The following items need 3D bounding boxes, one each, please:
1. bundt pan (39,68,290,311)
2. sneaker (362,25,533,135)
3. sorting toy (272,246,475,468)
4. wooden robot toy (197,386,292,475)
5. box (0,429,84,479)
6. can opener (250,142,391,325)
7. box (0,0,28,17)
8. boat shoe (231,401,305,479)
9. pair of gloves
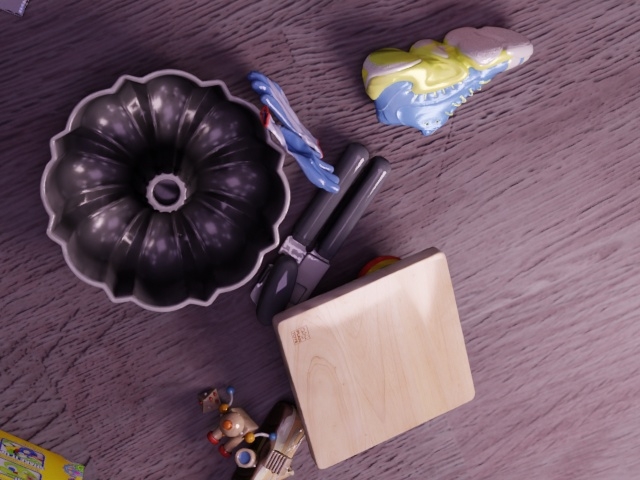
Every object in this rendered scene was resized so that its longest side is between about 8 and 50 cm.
[{"bbox_3d":[-0.210,-0.076,1.920,0.331,0.124,0.330,-2,104,-7],"label":"bundt pan"},{"bbox_3d":[0.176,-0.218,1.964,0.240,0.091,0.126,-9,123,-5],"label":"sneaker"},{"bbox_3d":[0.067,0.153,1.999,0.256,0.089,0.257,-23,120,-14],"label":"sorting toy"},{"bbox_3d":[-0.122,0.274,2.007,0.076,0.079,0.173,-46,75,4],"label":"wooden robot toy"},{"bbox_3d":[-0.465,0.450,1.940,0.177,0.279,0.289,26,99,-13],"label":"box"},{"bbox_3d":[0.000,0.000,1.978,0.076,0.095,0.283,30,105,-14],"label":"can opener"},{"bbox_3d":[-0.412,-0.347,1.880,0.067,0.018,0.083,22,101,-12],"label":"box"},{"bbox_3d":[-0.071,0.332,2.073,0.072,0.068,0.190,28,99,-25],"label":"boat shoe"},{"bbox_3d":[-0.036,-0.149,1.896,0.023,0.198,0.159,-36,123,13],"label":"pair of gloves"}]
